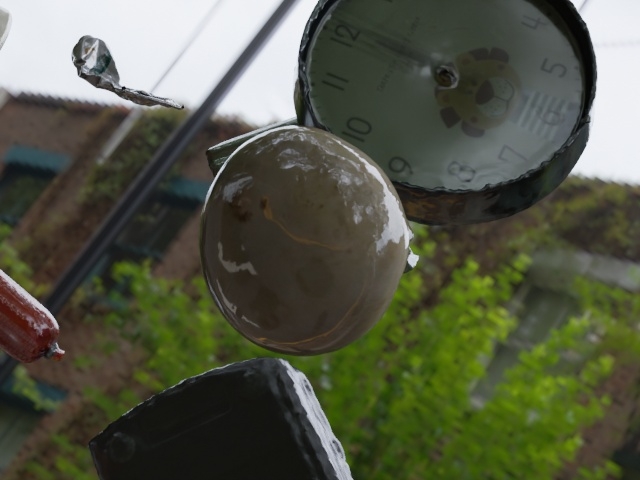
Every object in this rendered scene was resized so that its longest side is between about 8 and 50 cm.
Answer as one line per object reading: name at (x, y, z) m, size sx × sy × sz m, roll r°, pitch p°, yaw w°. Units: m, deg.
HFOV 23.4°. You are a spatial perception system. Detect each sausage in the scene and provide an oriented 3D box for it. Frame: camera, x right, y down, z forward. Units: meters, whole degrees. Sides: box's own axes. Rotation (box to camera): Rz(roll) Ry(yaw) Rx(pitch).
sausage at (-0.398, 0.046, 1.748) m, size 0.274 × 0.074 × 0.074 m, roll 41°, pitch -25°, yaw -5°

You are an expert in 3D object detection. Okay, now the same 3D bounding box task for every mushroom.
mushroom at (0.000, 0.000, 1.373) m, size 0.204 × 0.204 × 0.204 m, roll 28°, pitch -25°, yaw 15°

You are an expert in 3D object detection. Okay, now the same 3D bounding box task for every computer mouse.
computer mouse at (-0.046, 0.219, 1.074) m, size 0.100 × 0.170 × 0.269 m, roll 68°, pitch -1°, yaw -65°

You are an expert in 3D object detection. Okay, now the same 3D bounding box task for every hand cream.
hand cream at (-0.253, -0.201, 1.887) m, size 0.084 × 0.050 × 0.257 m, roll 19°, pitch 12°, yaw -35°

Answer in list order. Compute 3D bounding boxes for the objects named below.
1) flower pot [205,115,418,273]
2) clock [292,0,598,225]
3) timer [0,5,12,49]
flower pot at (-0.007, -0.043, 1.817) m, size 0.190 × 0.239 × 0.209 m, roll -17°, pitch -24°, yaw 8°
clock at (0.127, -0.163, 1.547) m, size 0.313 × 0.312 × 0.061 m, roll 29°, pitch -24°, yaw 13°
timer at (-0.517, -0.275, 1.803) m, size 0.266 × 0.175 × 0.175 m, roll 37°, pitch -23°, yaw -25°
